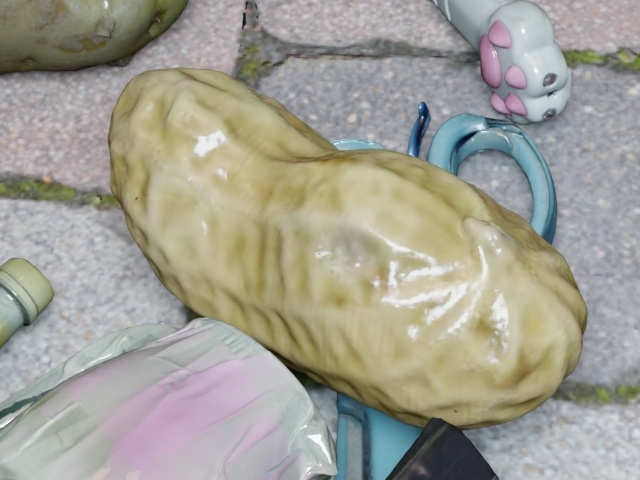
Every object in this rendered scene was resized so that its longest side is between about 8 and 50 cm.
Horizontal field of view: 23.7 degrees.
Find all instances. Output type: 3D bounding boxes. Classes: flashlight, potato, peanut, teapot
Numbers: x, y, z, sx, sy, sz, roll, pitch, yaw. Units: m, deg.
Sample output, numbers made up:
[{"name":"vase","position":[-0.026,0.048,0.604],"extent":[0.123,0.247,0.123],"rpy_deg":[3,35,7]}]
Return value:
[{"name":"flashlight","position":[0.107,-0.159,1.050],"extent":[0.047,0.093,0.200],"rpy_deg":[-22,52,-10]},{"name":"potato","position":[-0.212,-0.193,1.054],"extent":[0.262,0.165,0.165],"rpy_deg":[-9,56,-6]},{"name":"peanut","position":[0.000,0.000,0.874],"extent":[0.325,0.153,0.140],"rpy_deg":[31,64,22]},{"name":"teapot","position":[-0.092,0.135,0.849],"extent":[0.178,0.221,0.163],"rpy_deg":[-40,100,-26]}]

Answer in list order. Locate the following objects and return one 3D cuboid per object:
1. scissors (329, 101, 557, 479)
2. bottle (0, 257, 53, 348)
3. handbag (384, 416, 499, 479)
[{"name":"scissors","position":[0.048,0.078,0.923],"extent":[0.180,0.032,0.393],"rpy_deg":[0,57,13]},{"name":"bottle","position":[-0.261,0.108,0.896],"extent":[0.083,0.083,0.269],"rpy_deg":[33,64,23]},{"name":"handbag","position":[0.047,0.243,0.760],"extent":[0.211,0.089,0.254],"rpy_deg":[46,71,-2]}]
